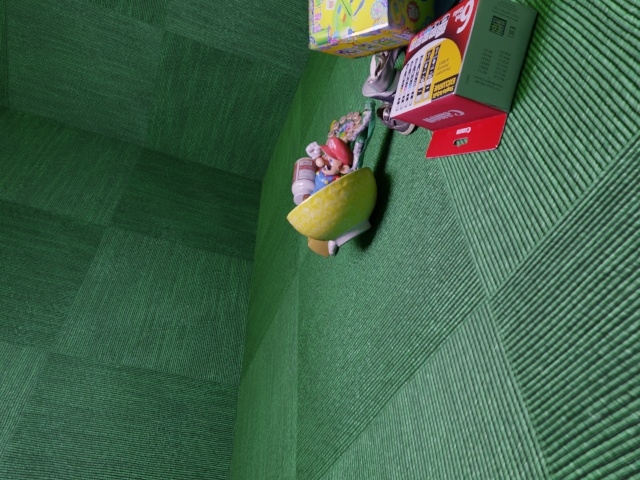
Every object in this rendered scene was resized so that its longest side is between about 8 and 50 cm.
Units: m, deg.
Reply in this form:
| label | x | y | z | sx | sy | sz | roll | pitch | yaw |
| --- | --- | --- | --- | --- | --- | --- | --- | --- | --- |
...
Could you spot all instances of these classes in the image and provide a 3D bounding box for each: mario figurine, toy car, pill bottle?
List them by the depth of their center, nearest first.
| label | x | y | z | sx | sy | sz | roll | pitch | yaw |
| --- | --- | --- | --- | --- | --- | --- | --- | --- | --- |
| mario figurine | 0.006 | -0.239 | 1.851 | 0.170 | 0.198 | 0.320 | -59 | -9 | -52 |
| toy car | 0.065 | -0.377 | 2.034 | 0.225 | 0.053 | 0.238 | -155 | 80 | -75 |
| pill bottle | -0.066 | -0.261 | 2.260 | 0.121 | 0.121 | 0.216 | 124 | 157 | -50 |

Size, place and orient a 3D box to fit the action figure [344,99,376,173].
| label | x | y | z | sx | sy | sz | roll | pitch | yaw |
| --- | --- | --- | --- | --- | --- | --- | --- | --- | --- |
| action figure | 0.127 | -0.315 | 1.520 | 0.137 | 0.064 | 0.232 | -134 | 59 | -87 |

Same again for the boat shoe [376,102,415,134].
| label | x | y | z | sx | sy | sz | roll | pitch | yaw |
| --- | --- | --- | --- | --- | --- | --- | --- | --- | --- |
| boat shoe | 0.213 | -0.353 | 1.429 | 0.223 | 0.074 | 0.080 | -117 | 42 | -71 |

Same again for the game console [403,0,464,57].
| label | x | y | z | sx | sy | sz | roll | pitch | yaw |
| --- | --- | --- | --- | --- | --- | --- | --- | --- | --- |
| game console | 0.325 | -0.656 | 1.284 | 0.386 | 0.060 | 0.341 | 127 | 149 | -46 |

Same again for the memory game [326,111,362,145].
| label | x | y | z | sx | sy | sz | roll | pitch | yaw |
| --- | --- | --- | --- | --- | --- | --- | --- | --- | --- |
| memory game | 0.089 | -0.420 | 1.919 | 0.186 | 0.012 | 0.186 | -32 | 40 | 31 |

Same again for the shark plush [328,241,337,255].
| label | x | y | z | sx | sy | sz | roll | pitch | yaw |
| --- | --- | --- | --- | --- | --- | --- | --- | --- | --- |
| shark plush | 0.043 | -0.029 | 1.771 | 0.067 | 0.073 | 0.161 | 75 | -170 | -53 |

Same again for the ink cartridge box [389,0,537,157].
| label | x | y | z | sx | sy | sz | roll | pitch | yaw |
| --- | --- | --- | --- | --- | --- | --- | --- | --- | --- |
| ink cartridge box | 0.278 | -0.329 | 1.066 | 0.309 | 0.130 | 0.271 | -162 | 86 | -75 |

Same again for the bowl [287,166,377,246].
| label | x | y | z | sx | sy | sz | roll | pitch | yaw |
| --- | --- | --- | --- | --- | --- | --- | --- | --- | --- |
| bowl | 0.064 | -0.077 | 1.479 | 0.156 | 0.290 | 0.289 | 58 | 155 | 4 |

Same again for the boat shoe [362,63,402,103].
| label | x | y | z | sx | sy | sz | roll | pitch | yaw |
| --- | --- | --- | --- | --- | --- | --- | --- | --- | --- |
| boat shoe | 0.208 | -0.468 | 1.526 | 0.114 | 0.091 | 0.302 | -59 | 19 | 17 |

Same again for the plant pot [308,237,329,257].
| label | x | y | z | sx | sy | sz | roll | pitch | yaw |
| --- | --- | --- | --- | --- | --- | --- | --- | --- | --- |
| plant pot | 0.000 | 0.000 | 1.833 | 0.081 | 0.084 | 0.081 | -95 | 24 | -52 |

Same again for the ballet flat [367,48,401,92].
| label | x | y | z | sx | sy | sz | roll | pitch | yaw |
| --- | --- | --- | --- | --- | --- | --- | --- | --- | --- |
| ballet flat | 0.183 | -0.516 | 1.389 | 0.072 | 0.068 | 0.213 | -5 | 66 | 67 |

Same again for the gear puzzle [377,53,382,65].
| label | x | y | z | sx | sy | sz | roll | pitch | yaw |
| --- | --- | --- | --- | --- | --- | --- | --- | --- | --- |
| gear puzzle | 0.286 | -0.687 | 1.578 | 0.339 | 0.044 | 0.175 | 159 | 127 | -68 |

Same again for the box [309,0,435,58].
| label | x | y | z | sx | sy | sz | roll | pitch | yaw |
| --- | --- | --- | --- | --- | --- | --- | --- | --- | --- |
| box | 0.124 | -0.639 | 1.251 | 0.279 | 0.177 | 0.289 | 9 | 101 | 48 |
